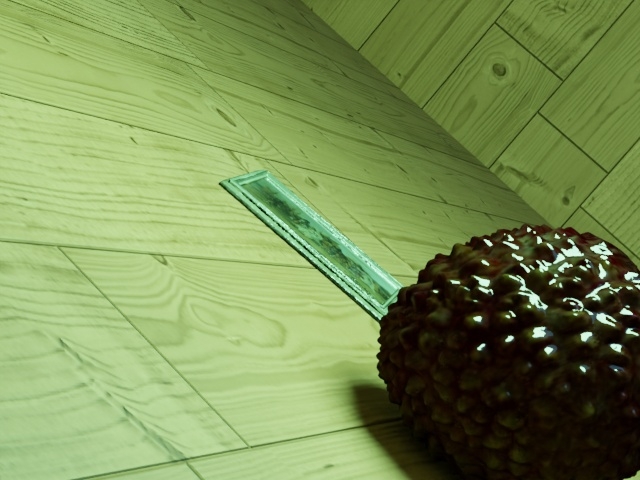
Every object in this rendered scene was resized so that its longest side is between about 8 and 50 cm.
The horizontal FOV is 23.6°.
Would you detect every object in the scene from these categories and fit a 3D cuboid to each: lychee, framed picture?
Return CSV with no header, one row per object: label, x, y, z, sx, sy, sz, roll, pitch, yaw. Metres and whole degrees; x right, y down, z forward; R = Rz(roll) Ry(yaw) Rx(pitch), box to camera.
lychee,0.218,0.127,1.564,0.330,0.306,0.306,9,19,-9
framed picture,0.000,0.000,1.980,0.274,0.017,0.217,40,11,3
